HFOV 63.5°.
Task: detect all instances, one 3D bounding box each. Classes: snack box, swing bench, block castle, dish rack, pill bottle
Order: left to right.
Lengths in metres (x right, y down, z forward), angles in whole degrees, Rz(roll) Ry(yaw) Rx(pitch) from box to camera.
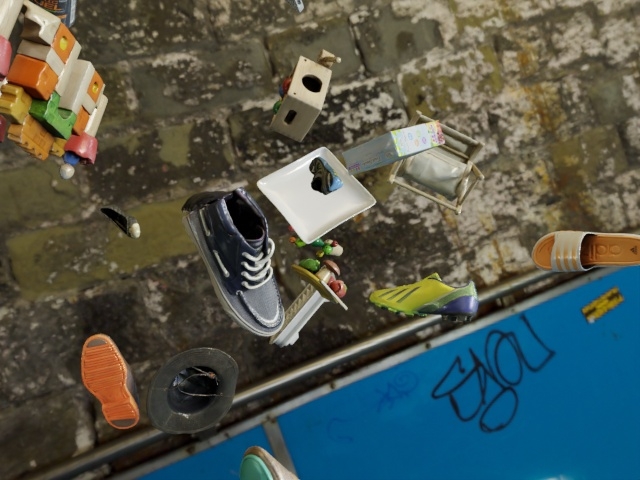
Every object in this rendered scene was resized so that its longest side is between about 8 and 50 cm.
[{"bbox_3d":[-0.614,-0.288,0.960,0.302,0.213,0.453,13,167,-1],"label":"block castle"},{"bbox_3d":[-0.754,-0.721,1.454,0.130,0.131,0.245,-19,170,-32],"label":"pill bottle"},{"bbox_3d":[-0.051,0.241,1.877,0.333,0.072,0.285,-50,-174,4],"label":"dish rack"},{"bbox_3d":[0.188,-0.238,1.329,0.207,0.070,0.174,-21,-176,-41],"label":"snack box"},{"bbox_3d":[0.372,-0.253,1.653,0.255,0.253,0.165,-67,-177,-52],"label":"swing bench"}]

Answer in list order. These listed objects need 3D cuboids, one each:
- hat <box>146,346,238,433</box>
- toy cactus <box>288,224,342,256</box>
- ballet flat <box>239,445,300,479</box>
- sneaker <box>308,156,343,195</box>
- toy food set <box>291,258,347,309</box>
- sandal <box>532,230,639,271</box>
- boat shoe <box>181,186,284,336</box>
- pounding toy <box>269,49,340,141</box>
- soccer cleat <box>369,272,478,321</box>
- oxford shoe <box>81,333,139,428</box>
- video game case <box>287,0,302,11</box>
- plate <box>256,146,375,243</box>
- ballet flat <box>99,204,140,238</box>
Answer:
[{"bbox_3d":[-0.442,0.481,1.743,0.331,0.332,0.134,-19,-152,-23],"label":"hat"},{"bbox_3d":[0.000,0.000,1.734,0.180,0.112,0.219,23,176,-37],"label":"toy cactus"},{"bbox_3d":[-0.043,0.464,0.813,0.107,0.316,0.106,-16,177,39],"label":"ballet flat"},{"bbox_3d":[-0.001,-0.178,1.440,0.078,0.067,0.188,-36,-148,0],"label":"sneaker"},{"bbox_3d":[0.012,0.092,1.303,0.071,0.128,0.218,-48,-155,-12],"label":"toy food set"},{"bbox_3d":[0.640,0.022,1.239,0.265,0.102,0.076,-6,177,35],"label":"sandal"},{"bbox_3d":[-0.146,0.050,1.039,0.158,0.341,0.127,-11,-156,51],"label":"boat shoe"},{"bbox_3d":[-0.032,-0.368,1.182,0.094,0.206,0.181,22,148,-15],"label":"pounding toy"},{"bbox_3d":[0.269,0.144,1.359,0.288,0.121,0.093,2,171,30],"label":"soccer cleat"},{"bbox_3d":[-0.666,0.429,1.649,0.129,0.364,0.133,-8,-151,-8],"label":"oxford shoe"},{"bbox_3d":[-0.209,-1.012,1.946,0.036,0.329,0.300,-49,-176,10],"label":"video game case"},{"bbox_3d":[-0.015,-0.141,1.626,0.277,0.278,0.045,-32,157,-21],"label":"plate"},{"bbox_3d":[-0.529,-0.047,1.373,0.173,0.058,0.049,28,-159,37],"label":"ballet flat"}]
